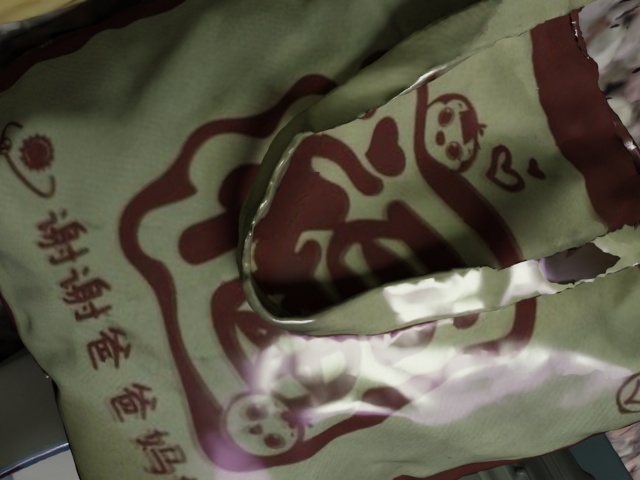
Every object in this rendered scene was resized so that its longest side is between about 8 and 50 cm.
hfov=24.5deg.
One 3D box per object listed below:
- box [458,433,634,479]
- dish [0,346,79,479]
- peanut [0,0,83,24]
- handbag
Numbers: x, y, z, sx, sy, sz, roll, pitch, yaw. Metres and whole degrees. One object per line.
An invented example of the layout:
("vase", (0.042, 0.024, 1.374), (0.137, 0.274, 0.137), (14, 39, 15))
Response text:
("box", (0.050, 0.153, 0.733), (0.130, 0.162, 0.227), (4, 139, -50))
("dish", (-0.092, 0.101, 0.636), (0.236, 0.086, 0.228), (-24, 147, 1))
("peanut", (-0.044, -0.118, 0.360), (0.214, 0.090, 0.098), (-28, 134, 8))
("handbag", (0.000, 0.000, 0.479), (0.235, 0.213, 0.127), (-23, -172, 4))
